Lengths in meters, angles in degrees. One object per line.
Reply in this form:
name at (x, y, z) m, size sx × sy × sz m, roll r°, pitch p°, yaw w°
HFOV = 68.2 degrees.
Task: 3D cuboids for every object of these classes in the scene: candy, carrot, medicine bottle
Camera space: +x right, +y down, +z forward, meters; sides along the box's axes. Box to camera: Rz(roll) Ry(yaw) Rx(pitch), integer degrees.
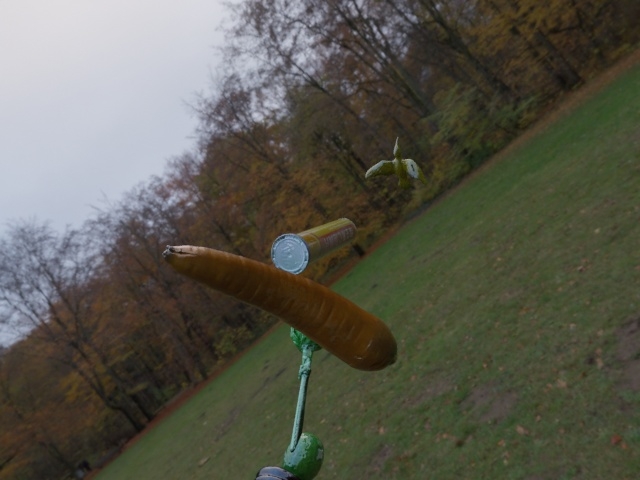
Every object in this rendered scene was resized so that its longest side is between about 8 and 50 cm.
candy at (-0.033, 0.289, 1.011) m, size 0.097 × 0.097 × 0.323 m, roll -41°, pitch 28°, yaw 37°
carrot at (-0.026, 0.062, 0.466) m, size 0.062 × 0.271 × 0.066 m, roll -24°, pitch 39°, yaw 53°
medicine bottle at (0.000, 0.000, 1.402) m, size 0.108 × 0.108 × 0.426 m, roll -40°, pitch -6°, yaw 24°

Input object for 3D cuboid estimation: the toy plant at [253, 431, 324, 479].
toy plant at (-0.080, 0.635, 1.229) m, size 0.235 × 0.175 × 0.218 m, roll -49°, pitch -20°, yaw -51°

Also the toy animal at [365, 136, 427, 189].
toy animal at (0.251, -0.243, 1.504) m, size 0.219 × 0.155 × 0.095 m, roll 2°, pitch -8°, yaw 36°
